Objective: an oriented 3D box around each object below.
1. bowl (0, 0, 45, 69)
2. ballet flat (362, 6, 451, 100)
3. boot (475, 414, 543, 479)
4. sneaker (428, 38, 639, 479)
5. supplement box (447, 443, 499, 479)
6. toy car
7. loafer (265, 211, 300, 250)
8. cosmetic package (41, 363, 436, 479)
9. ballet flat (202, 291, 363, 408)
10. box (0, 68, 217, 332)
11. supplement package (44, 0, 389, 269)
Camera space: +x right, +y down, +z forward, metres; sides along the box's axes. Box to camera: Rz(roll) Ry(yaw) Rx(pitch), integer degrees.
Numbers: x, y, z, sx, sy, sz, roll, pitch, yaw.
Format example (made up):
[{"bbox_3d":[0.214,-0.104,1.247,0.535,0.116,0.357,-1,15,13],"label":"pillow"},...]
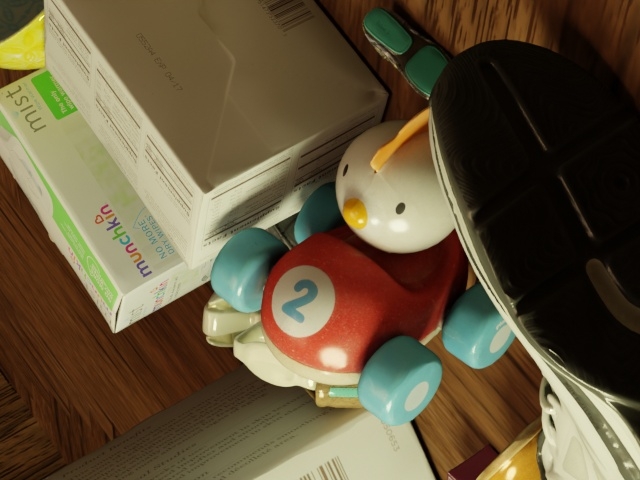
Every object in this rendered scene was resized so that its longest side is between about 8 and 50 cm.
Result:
[{"bbox_3d":[-0.248,-0.285,1.835,0.156,0.289,0.289,30,-176,-42],"label":"bowl"},{"bbox_3d":[0.080,-0.149,1.499,0.114,0.041,0.041,49,156,29],"label":"ballet flat"},{"bbox_3d":[0.230,0.296,1.653,0.211,0.104,0.295,43,154,21],"label":"boot"},{"bbox_3d":[0.182,0.079,1.359,0.448,0.169,0.257,58,157,0],"label":"sneaker"},{"bbox_3d":[0.156,0.249,1.794,0.043,0.055,0.083,46,155,31],"label":"supplement box"},{"bbox_3d":[0.049,-0.014,1.535,0.219,0.210,0.238,35,136,29],"label":"toy car"},{"bbox_3d":[0.000,0.000,1.816,0.223,0.076,0.078,56,154,-2],"label":"loafer"},{"bbox_3d":[-0.065,0.361,2.057,0.393,0.329,0.327,6,123,66],"label":"cosmetic package"},{"bbox_3d":[-0.049,0.096,1.959,0.342,0.124,0.116,35,129,50],"label":"ballet flat"},{"bbox_3d":[-0.185,-0.077,1.915,0.262,0.231,0.127,57,159,13],"label":"box"},{"bbox_3d":[-0.100,-0.147,1.667,0.262,0.204,0.145,53,157,19],"label":"supplement package"}]
